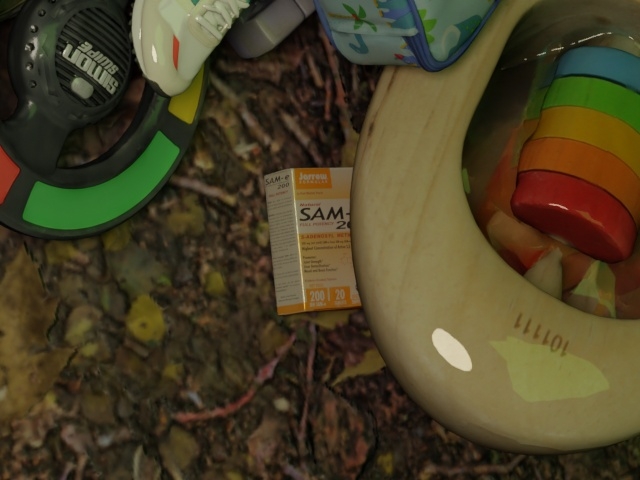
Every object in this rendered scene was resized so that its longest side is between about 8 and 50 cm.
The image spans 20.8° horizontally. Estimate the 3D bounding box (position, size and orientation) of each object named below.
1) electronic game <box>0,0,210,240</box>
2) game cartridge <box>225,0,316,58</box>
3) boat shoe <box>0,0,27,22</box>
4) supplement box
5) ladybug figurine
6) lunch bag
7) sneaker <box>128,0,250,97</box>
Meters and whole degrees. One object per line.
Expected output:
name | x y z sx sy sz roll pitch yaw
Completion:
electronic game | -0.151 -0.113 1.070 0.229 0.048 0.229 -15 110 -48
game cartridge | -0.075 -0.329 1.184 0.230 0.068 0.355 -47 109 -33
boat shoe | -0.226 -0.147 1.059 0.152 0.049 0.056 -32 98 -35
supplement box | 0.000 0.000 1.200 0.062 0.036 0.098 -3 85 -35
ladybug figurine | 0.170 -0.038 1.212 0.305 0.162 0.449 31 57 -1
lunch bag | 0.054 -0.232 1.093 0.176 0.090 0.219 -54 136 -33
sneaker | -0.062 -0.164 1.083 0.057 0.075 0.161 44 58 -51
